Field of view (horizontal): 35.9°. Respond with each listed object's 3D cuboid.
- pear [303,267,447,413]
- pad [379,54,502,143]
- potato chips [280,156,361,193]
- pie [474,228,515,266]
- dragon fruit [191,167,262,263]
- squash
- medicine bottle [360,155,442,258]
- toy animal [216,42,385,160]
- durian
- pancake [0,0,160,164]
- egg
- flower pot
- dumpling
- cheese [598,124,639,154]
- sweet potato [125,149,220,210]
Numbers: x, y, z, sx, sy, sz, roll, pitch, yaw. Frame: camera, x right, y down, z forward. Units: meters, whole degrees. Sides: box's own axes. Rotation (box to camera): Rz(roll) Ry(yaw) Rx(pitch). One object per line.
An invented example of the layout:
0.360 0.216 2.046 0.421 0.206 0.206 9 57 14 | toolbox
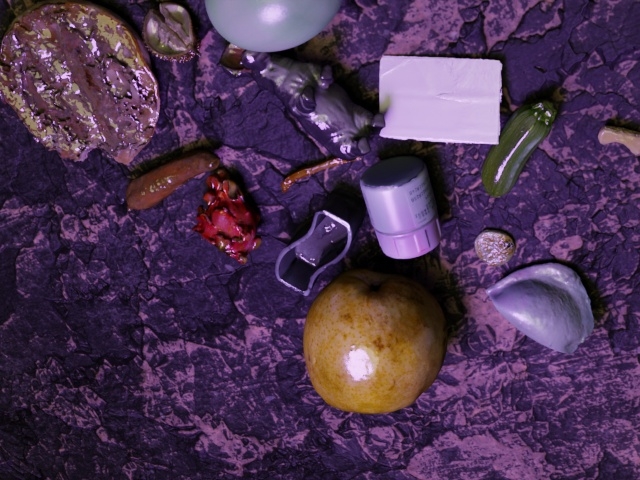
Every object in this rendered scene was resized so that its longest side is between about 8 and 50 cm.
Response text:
0.104 0.198 2.006 0.304 0.304 0.303 11 126 16 | pear
0.215 -0.255 1.795 0.232 0.004 0.156 7 108 22 | pad
-0.005 -0.142 1.988 0.204 0.026 0.037 -22 115 32 | potato chips
0.344 0.016 1.955 0.085 0.017 0.085 10 126 14 | pie
-0.198 -0.049 2.071 0.150 0.133 0.207 -9 92 -12 | dragon fruit
0.353 -0.168 1.792 0.077 0.068 0.219 45 132 18 | squash
0.157 -0.064 1.904 0.135 0.135 0.168 -4 120 25 | medicine bottle
-0.035 -0.280 1.838 0.343 0.106 0.168 37 164 0 | toy animal
-0.275 -0.388 1.899 0.140 0.071 0.110 40 91 11 | durian
-0.502 -0.317 2.045 0.383 0.071 0.382 11 127 15 | pancake
-0.079 -0.438 1.690 0.270 0.220 0.220 -16 115 40 | egg
0.000 0.000 2.031 0.103 0.108 0.229 37 127 -5 | flower pot
0.439 0.123 1.951 0.217 0.149 0.105 30 168 9 | dumpling
0.530 -0.178 1.736 0.083 0.030 0.044 13 120 7 | cheese
-0.315 -0.136 2.095 0.273 0.075 0.075 -24 111 31 | sweet potato
